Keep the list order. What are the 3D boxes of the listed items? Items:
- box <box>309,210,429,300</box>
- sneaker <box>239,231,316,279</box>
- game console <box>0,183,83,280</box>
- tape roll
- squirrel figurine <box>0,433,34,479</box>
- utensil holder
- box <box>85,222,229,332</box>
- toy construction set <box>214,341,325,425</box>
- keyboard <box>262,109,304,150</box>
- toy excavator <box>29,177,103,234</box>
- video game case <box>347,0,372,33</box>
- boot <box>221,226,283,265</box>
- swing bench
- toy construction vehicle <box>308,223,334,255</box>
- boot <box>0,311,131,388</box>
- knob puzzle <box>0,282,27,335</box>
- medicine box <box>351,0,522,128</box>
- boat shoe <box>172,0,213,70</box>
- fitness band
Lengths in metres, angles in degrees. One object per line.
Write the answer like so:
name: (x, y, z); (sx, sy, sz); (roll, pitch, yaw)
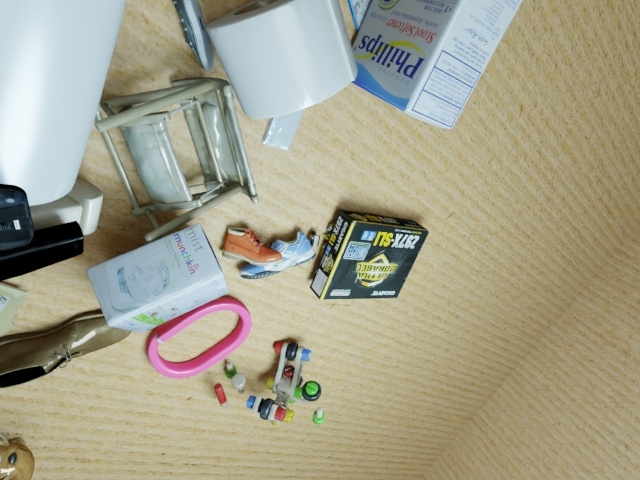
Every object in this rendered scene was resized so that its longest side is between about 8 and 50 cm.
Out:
box: (0.151, 0.053, 1.304); (0.322, 0.079, 0.257); (5, 114, -38)
sneaker: (-0.122, 0.043, 1.172); (0.211, 0.080, 0.081); (-22, 101, -13)
game console: (-0.466, -0.004, 0.643); (0.213, 0.361, 0.044); (-21, 84, -34)
tape roll: (-0.068, -0.363, 0.821); (0.246, 0.246, 0.169); (-30, 125, -10)
squirrel figurine: (-0.877, 0.566, 0.975); (0.370, 0.281, 0.397); (9, 128, -45)
utensil holder: (-0.468, -0.285, 0.599); (0.328, 0.327, 0.385); (13, 114, -35)
box: (-0.330, 0.094, 0.949); (0.231, 0.126, 0.262); (-25, 170, -14)
toy construction set: (-0.154, 0.477, 1.343); (0.309, 0.257, 0.237); (-3, 135, -5)
keyboard: (-0.059, -0.334, 1.004); (0.072, 0.014, 0.256); (9, 114, -39)
toy excavator: (-0.646, -0.054, 0.679); (0.445, 0.433, 0.222); (20, 110, -7)
video game case: (0.107, -0.562, 0.952); (0.119, 0.015, 0.166); (-33, 130, -8)
boot: (-0.167, 0.014, 1.094); (0.158, 0.059, 0.084); (12, 105, 2)
swing bench: (-0.285, -0.172, 0.880); (0.255, 0.165, 0.253); (-24, 127, -22)
toy construction vehicle: (0.000, 0.000, 1.234); (0.086, 0.035, 0.098); (-13, 128, -36)
boot: (-0.585, 0.254, 1.002); (0.305, 0.115, 0.112); (-15, 123, -23)
knob puzzle: (-0.743, 0.149, 0.899); (0.213, 0.030, 0.213); (-15, 125, -22)
medicine box: (0.218, -0.427, 0.920); (0.149, 0.263, 0.289); (8, 118, -38)
boat shoe: (-0.243, -0.399, 0.839); (0.040, 0.049, 0.142); (-2, 128, 10)
fitness band: (-0.327, 0.265, 1.195); (0.291, 0.054, 0.209); (-33, 130, -6)
